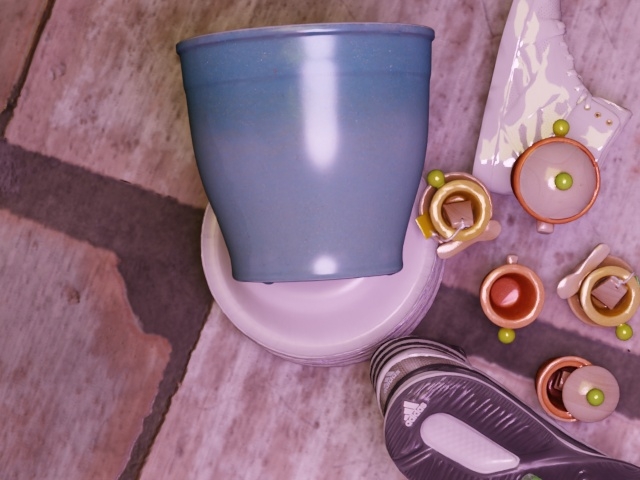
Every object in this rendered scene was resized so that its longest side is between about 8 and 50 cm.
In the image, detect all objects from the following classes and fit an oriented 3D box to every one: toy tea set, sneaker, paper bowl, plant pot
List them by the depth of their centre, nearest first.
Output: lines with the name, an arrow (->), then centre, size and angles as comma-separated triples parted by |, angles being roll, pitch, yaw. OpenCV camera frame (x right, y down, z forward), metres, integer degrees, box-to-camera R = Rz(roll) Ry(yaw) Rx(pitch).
plant pot -> -0.010, -0.086, 1.602 | 0.272, 0.271, 0.255 | -3, 91, 10
sneaker -> 0.236, 0.239, 1.677 | 0.447, 0.257, 0.169 | 38, 99, -18
toy tea set -> 0.258, 0.040, 1.689 | 0.200, 0.124, 0.336 | -31, 95, -2
paper bowl -> 0.000, 0.000, 1.783 | 0.284, 0.148, 0.284 | -2, 77, 9
sneaker -> 0.288, -0.186, 1.798 | 0.169, 0.108, 0.292 | 12, 90, 11
